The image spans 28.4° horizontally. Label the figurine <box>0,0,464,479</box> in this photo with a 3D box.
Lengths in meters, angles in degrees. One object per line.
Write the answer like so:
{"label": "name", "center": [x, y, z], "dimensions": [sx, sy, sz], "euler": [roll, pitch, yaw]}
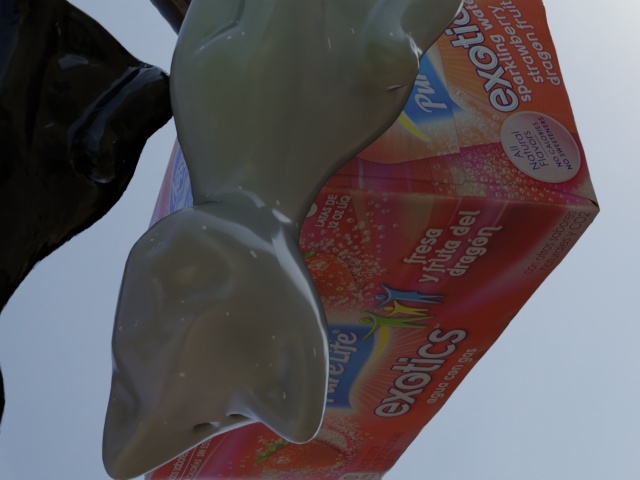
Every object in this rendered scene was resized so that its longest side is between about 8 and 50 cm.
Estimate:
{"label": "figurine", "center": [-0.067, -0.009, 0.423], "dimensions": [0.092, 0.215, 0.209], "euler": [48, -138, -38]}

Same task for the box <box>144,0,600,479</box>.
{"label": "box", "center": [0.000, 0.000, 0.644], "dimensions": [0.142, 0.154, 0.300], "euler": [4, -33, -17]}

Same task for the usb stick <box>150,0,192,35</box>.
{"label": "usb stick", "center": [-0.104, -0.210, 1.040], "dimensions": [0.077, 0.045, 0.278], "euler": [-30, -65, 16]}
